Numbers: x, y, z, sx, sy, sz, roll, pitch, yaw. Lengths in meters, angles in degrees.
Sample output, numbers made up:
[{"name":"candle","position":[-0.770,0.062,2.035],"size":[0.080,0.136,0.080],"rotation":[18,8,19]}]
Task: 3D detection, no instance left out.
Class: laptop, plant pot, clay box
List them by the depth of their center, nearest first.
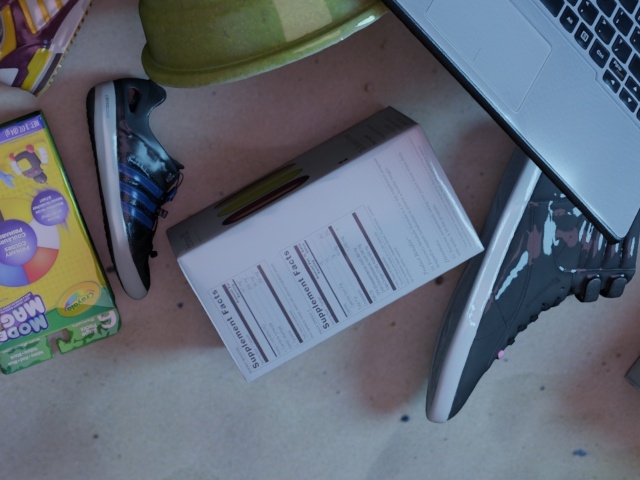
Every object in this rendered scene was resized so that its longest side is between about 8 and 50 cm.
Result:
[{"name":"laptop","position":[0.274,-0.285,1.477],"size":[0.382,0.236,0.408],"rotation":[44,58,-21]},{"name":"plant pot","position":[-0.070,-0.303,1.504],"size":[0.276,0.276,0.254],"rotation":[-26,115,-3]},{"name":"clay box","position":[-0.272,0.007,1.666],"size":[0.127,0.053,0.222],"rotation":[-21,101,-4]}]

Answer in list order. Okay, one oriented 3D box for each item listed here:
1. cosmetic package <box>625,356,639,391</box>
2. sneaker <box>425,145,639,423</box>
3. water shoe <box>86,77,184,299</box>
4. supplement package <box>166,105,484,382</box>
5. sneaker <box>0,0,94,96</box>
[{"name":"cosmetic package","position":[0.418,0.117,1.737],"size":[0.151,0.151,0.183],"rotation":[35,93,-11]},{"name":"sneaker","position":[0.207,0.054,1.717],"size":[0.147,0.104,0.295],"rotation":[23,91,-6]},{"name":"water shoe","position":[-0.160,-0.046,1.664],"size":[0.080,0.073,0.203],"rotation":[-9,101,-9]},{"name":"supplement package","position":[0.000,0.000,1.661],"size":[0.244,0.139,0.133],"rotation":[-29,104,-3]},{"name":"sneaker","position":[-0.245,-0.223,1.622],"size":[0.084,0.069,0.185],"rotation":[24,94,-17]}]
